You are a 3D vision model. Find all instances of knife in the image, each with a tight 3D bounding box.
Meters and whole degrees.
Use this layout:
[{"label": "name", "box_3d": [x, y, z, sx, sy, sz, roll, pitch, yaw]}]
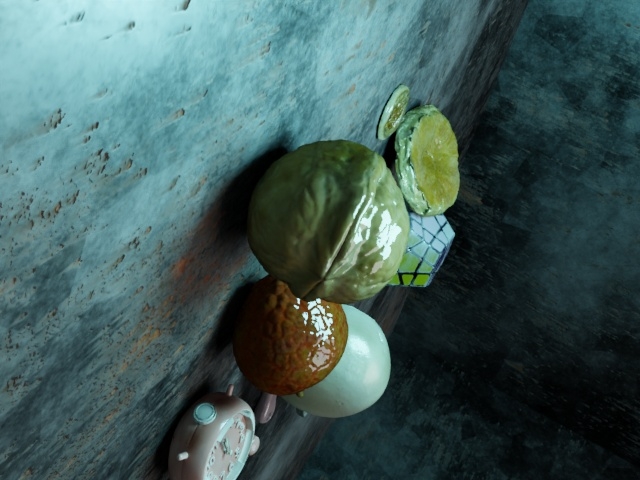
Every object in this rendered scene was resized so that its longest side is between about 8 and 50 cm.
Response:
[{"label": "knife", "box_3d": [-0.136, 0.381, 1.951, 0.081, 0.043, 0.336, -26, 135, -56]}]

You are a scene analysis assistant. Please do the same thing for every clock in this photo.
[{"label": "clock", "box_3d": [-0.244, 0.430, 1.467, 0.227, 0.142, 0.241, -54, 154, -41]}]

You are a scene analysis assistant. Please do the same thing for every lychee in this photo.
[{"label": "lychee", "box_3d": [-0.059, 0.203, 1.430, 0.255, 0.255, 0.300, -49, 122, -41]}]

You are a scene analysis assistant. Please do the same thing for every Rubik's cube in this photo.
[{"label": "Rubik's cube", "box_3d": [0.252, 0.007, 2.113, 0.319, 0.319, 0.264, -59, 139, -11]}]

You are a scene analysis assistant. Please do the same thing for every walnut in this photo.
[{"label": "walnut", "box_3d": [0.016, -0.029, 1.188, 0.277, 0.251, 0.313, 55, 27, -27]}]

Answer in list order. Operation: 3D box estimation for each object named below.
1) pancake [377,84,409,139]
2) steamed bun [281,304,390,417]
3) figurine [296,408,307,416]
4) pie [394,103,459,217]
[{"label": "pancake", "box_3d": [0.189, -0.327, 1.763, 0.152, 0.025, 0.152, -56, 163, -27]}, {"label": "steamed bun", "box_3d": [0.012, 0.310, 1.718, 0.206, 0.324, 0.324, -63, 170, -45]}, {"label": "figurine", "box_3d": [0.019, 0.395, 2.201, 0.285, 0.166, 0.343, 31, 65, -83]}, {"label": "pie", "box_3d": [0.312, -0.230, 1.987, 0.339, 0.083, 0.340, 10, 78, -55]}]
